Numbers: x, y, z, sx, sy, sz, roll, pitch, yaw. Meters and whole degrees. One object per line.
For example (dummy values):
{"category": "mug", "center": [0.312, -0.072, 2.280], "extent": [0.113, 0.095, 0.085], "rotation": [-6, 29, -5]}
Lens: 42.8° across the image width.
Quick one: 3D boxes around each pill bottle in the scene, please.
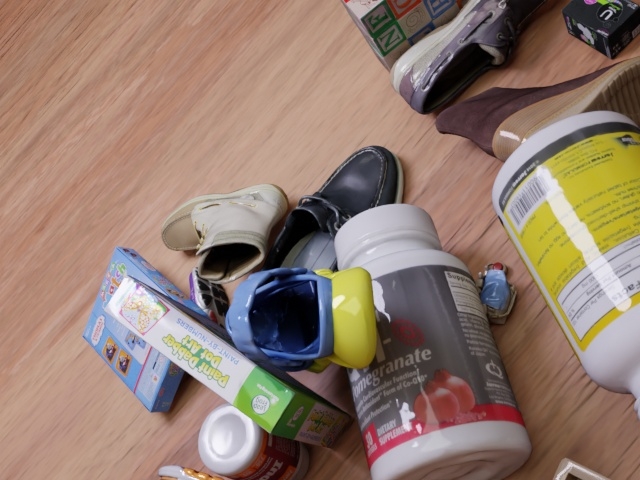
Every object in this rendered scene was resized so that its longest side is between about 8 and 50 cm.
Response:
{"category": "pill bottle", "center": [0.332, 0.038, 0.865], "extent": [0.187, 0.188, 0.334], "rotation": [-30, 55, 12]}
{"category": "pill bottle", "center": [-0.075, 0.256, 0.998], "extent": [0.086, 0.152, 0.086], "rotation": [-13, 61, 23]}
{"category": "pill bottle", "center": [0.111, 0.121, 0.950], "extent": [0.176, 0.176, 0.319], "rotation": [-24, 56, 16]}

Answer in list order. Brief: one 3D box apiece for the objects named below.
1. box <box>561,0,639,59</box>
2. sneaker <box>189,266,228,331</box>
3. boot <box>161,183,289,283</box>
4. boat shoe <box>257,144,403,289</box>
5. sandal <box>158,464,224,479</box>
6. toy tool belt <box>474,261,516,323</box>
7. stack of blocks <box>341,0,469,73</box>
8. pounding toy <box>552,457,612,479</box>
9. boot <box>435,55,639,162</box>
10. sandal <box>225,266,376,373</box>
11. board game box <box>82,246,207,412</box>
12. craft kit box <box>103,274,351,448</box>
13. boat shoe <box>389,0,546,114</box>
{"category": "box", "center": [0.378, -0.296, 1.095], "extent": [0.062, 0.052, 0.083], "rotation": [-44, 54, 1]}
{"category": "sneaker", "center": [-0.176, 0.117, 1.182], "extent": [0.071, 0.068, 0.170], "rotation": [-24, 57, 23]}
{"category": "boot", "center": [-0.158, 0.000, 1.183], "extent": [0.213, 0.077, 0.165], "rotation": [-15, 30, 20]}
{"category": "boat shoe", "center": [-0.003, -0.001, 1.115], "extent": [0.127, 0.113, 0.340], "rotation": [29, 81, 38]}
{"category": "sandal", "center": [-0.101, 0.340, 1.001], "extent": [0.265, 0.102, 0.076], "rotation": [7, 68, 29]}
{"category": "toy tool belt", "center": [0.213, 0.058, 1.004], "extent": [0.052, 0.051, 0.083], "rotation": [-1, 65, 28]}
{"category": "stack of blocks", "center": [0.111, -0.364, 1.124], "extent": [0.171, 0.297, 0.087], "rotation": [-37, 54, 6]}
{"category": "pounding toy", "center": [0.248, 0.321, 0.831], "extent": [0.206, 0.094, 0.181], "rotation": [20, 81, 44]}
{"category": "boot", "center": [0.297, -0.185, 1.059], "extent": [0.248, 0.090, 0.207], "rotation": [-30, 31, -17]}
{"category": "sandal", "center": [-0.039, 0.084, 0.893], "extent": [0.138, 0.317, 0.126], "rotation": [1, 78, -11]}
{"category": "board game box", "center": [-0.264, 0.126, 1.203], "extent": [0.211, 0.039, 0.160], "rotation": [34, 106, 39]}
{"category": "craft kit box", "center": [-0.100, 0.152, 0.975], "extent": [0.246, 0.250, 0.061], "rotation": [28, 82, 23]}
{"category": "boat shoe", "center": [0.230, -0.282, 1.145], "extent": [0.285, 0.103, 0.092], "rotation": [-37, 59, 12]}
